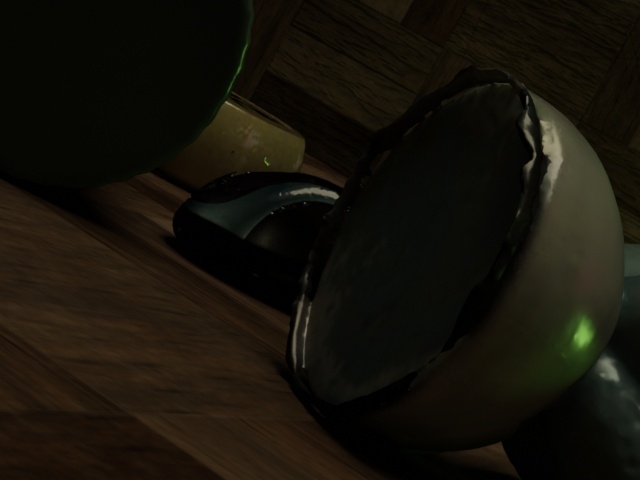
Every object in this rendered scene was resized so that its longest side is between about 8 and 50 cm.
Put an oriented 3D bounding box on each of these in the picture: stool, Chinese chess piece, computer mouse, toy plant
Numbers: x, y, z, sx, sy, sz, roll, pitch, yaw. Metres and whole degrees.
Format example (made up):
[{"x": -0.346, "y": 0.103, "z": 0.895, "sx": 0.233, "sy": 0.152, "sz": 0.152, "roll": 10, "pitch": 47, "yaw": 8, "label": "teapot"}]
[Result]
[{"x": -0.202, "y": -0.200, "z": 1.321, "sx": 0.297, "sy": 0.297, "sz": 0.330, "roll": 27, "pitch": 10, "yaw": -20, "label": "stool"}, {"x": -0.140, "y": -0.122, "z": 1.845, "sx": 0.257, "sy": 0.104, "sz": 0.257, "roll": 28, "pitch": 6, "yaw": -3, "label": "Chinese chess piece"}, {"x": 0.000, "y": 0.000, "z": 1.360, "sx": 0.233, "sy": 0.096, "sz": 0.137, "roll": 19, "pitch": 6, "yaw": -16, "label": "computer mouse"}, {"x": 0.172, "y": 0.073, "z": 1.055, "sx": 0.332, "sy": 0.247, "sz": 0.247, "roll": 31, "pitch": 4, "yaw": -23, "label": "toy plant"}]
